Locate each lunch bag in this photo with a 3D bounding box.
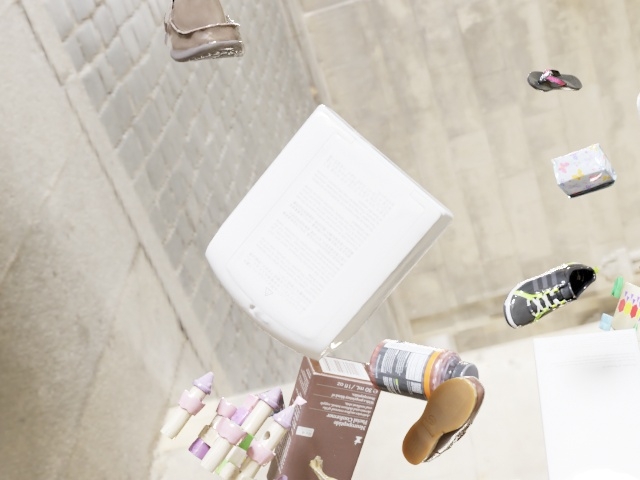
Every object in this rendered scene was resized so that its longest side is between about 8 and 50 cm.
[{"bbox_3d":[0.370,-0.091,1.241,0.083,0.071,0.053,28,48,-58],"label":"lunch bag"}]

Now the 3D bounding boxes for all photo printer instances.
[{"bbox_3d":[0.000,0.000,1.286,0.256,0.307,0.107,41,10,11],"label":"photo printer"}]

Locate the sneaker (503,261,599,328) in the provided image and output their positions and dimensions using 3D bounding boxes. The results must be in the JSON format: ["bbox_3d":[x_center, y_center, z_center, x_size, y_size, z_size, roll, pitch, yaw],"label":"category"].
[{"bbox_3d":[0.493,0.107,1.899,0.084,0.235,0.097,61,-19,-7],"label":"sneaker"}]

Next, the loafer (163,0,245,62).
[{"bbox_3d":[-0.248,-0.432,1.759,0.366,0.134,0.130,-142,-134,-60],"label":"loafer"}]

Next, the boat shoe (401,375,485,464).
[{"bbox_3d":[0.203,0.280,1.415,0.073,0.207,0.073,-7,54,-37],"label":"boat shoe"}]

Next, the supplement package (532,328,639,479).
[{"bbox_3d":[0.461,0.321,1.484,0.177,0.176,0.292,67,20,-48],"label":"supplement package"}]

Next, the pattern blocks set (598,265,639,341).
[{"bbox_3d":[0.852,0.196,2.413,0.325,0.026,0.285,-100,-153,-74],"label":"pattern blocks set"}]

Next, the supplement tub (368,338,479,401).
[{"bbox_3d":[0.197,0.251,1.684,0.106,0.198,0.106,-10,102,-50],"label":"supplement tub"}]

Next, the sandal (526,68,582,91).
[{"bbox_3d":[0.607,-0.418,2.297,0.040,0.179,0.067,-57,-136,50],"label":"sandal"}]

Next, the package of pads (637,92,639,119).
[{"bbox_3d":[0.560,-0.090,1.212,0.101,0.229,0.296,129,-29,-50],"label":"package of pads"}]

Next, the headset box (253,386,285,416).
[{"bbox_3d":[-0.138,0.429,2.337,0.032,0.083,0.062,-154,-128,-64],"label":"headset box"}]

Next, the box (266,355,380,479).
[{"bbox_3d":[0.005,0.495,2.293,0.143,0.191,0.381,-118,-137,-68],"label":"box"}]

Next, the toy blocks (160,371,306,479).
[{"bbox_3d":[-0.175,0.470,2.207,0.309,0.260,0.289,45,-16,-33],"label":"toy blocks"}]

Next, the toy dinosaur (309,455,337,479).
[{"bbox_3d":[0.029,0.401,1.418,0.092,0.053,0.183,51,-16,-17],"label":"toy dinosaur"}]
